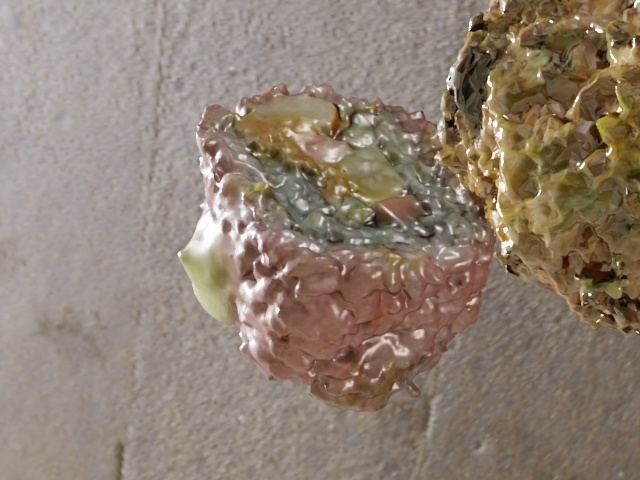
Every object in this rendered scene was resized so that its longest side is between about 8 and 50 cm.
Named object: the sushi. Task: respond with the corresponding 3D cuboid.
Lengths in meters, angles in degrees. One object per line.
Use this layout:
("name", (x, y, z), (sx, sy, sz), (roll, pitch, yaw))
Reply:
("sushi", (0.000, 0.000, 1.026), (0.270, 0.236, 0.171), (54, 147, 40))

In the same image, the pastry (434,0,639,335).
("pastry", (0.203, -0.074, 0.754), (0.274, 0.193, 0.275), (1, 95, 13))
